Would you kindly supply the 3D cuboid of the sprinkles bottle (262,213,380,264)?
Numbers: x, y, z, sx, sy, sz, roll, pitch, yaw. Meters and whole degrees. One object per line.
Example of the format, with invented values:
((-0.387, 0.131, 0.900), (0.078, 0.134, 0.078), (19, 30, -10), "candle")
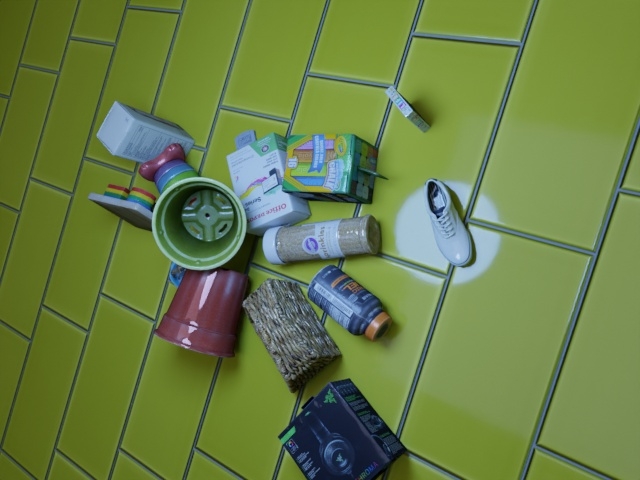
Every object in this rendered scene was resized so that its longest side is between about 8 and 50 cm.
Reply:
((0.000, 0.000, 1.659), (0.355, 0.121, 0.121), (-7, 80, 28), "sprinkles bottle")

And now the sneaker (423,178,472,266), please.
((0.337, -0.050, 1.493), (0.094, 0.091, 0.258), (-27, 71, 24), "sneaker")

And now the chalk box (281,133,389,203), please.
((0.058, -0.212, 1.622), (0.289, 0.180, 0.179), (5, 86, 28), "chalk box")

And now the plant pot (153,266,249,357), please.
((-0.367, 0.209, 1.771), (0.272, 0.272, 0.265), (14, 83, 30), "plant pot")

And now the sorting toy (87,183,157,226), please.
((-0.648, -0.115, 1.970), (0.255, 0.257, 0.089), (13, 73, 30), "sorting toy")

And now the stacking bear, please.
((-0.477, -0.169, 1.929), (0.175, 0.164, 0.289), (-37, 77, -6), "stacking bear")

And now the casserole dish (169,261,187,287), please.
((-0.464, 0.132, 1.950), (0.188, 0.037, 0.114), (37, 102, 28), "casserole dish")

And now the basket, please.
((-0.129, 0.292, 1.640), (0.223, 0.213, 0.299), (-41, 66, 18), "basket")

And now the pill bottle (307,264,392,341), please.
((0.089, 0.187, 1.581), (0.245, 0.130, 0.130), (36, 101, 27), "pill bottle")

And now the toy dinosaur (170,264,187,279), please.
((-0.472, 0.074, 1.911), (0.092, 0.053, 0.183), (44, 104, 28), "toy dinosaur")

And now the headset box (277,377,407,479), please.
((0.053, 0.568, 1.551), (0.246, 0.131, 0.283), (-48, 64, 15), "headset box")

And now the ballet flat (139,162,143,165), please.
((-0.648, -0.274, 2.095), (0.168, 0.057, 0.052), (25, 106, 30), "ballet flat")

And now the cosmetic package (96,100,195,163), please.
((-0.617, -0.364, 1.948), (0.129, 0.296, 0.153), (43, 104, 25), "cosmetic package")

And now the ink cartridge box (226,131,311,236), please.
((-0.171, -0.177, 1.779), (0.201, 0.117, 0.278), (-22, 74, 25), "ink cartridge box")

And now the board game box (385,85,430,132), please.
((0.249, -0.370, 1.547), (0.026, 0.154, 0.103), (-42, 66, 18), "board game box")

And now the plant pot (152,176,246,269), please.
((-0.368, -0.066, 1.729), (0.276, 0.254, 0.276), (-1, 98, -5), "plant pot")

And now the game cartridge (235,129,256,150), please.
((-0.261, -0.353, 1.910), (0.083, 0.017, 0.056), (-17, 79, 26), "game cartridge")
